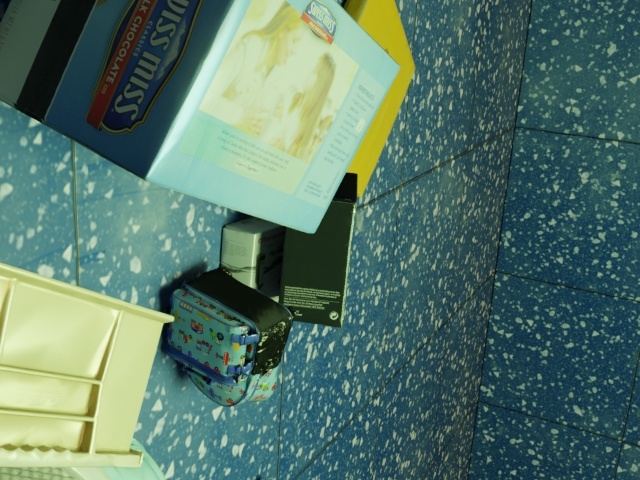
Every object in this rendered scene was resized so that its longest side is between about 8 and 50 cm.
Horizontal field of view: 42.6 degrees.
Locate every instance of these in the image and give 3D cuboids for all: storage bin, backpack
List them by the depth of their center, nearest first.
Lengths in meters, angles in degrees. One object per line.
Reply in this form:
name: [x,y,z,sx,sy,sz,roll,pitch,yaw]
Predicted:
storage bin: [-0.288,0.066,0.582,0.260,0.262,0.123,34,70,-64]
backpack: [-0.129,0.146,1.105,0.117,0.158,0.173,-26,136,-50]

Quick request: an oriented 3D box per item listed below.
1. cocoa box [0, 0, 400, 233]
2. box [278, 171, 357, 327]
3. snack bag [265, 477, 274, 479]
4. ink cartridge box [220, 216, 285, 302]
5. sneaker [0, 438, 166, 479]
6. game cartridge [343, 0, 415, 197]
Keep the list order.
cocoa box: [-0.109,-0.171,0.839,0.231,0.228,0.347,-62,156,5]
box: [0.000,0.000,1.256,0.261,0.103,0.184,-77,176,-77]
snack bag: [-0.170,0.592,1.352,0.342,0.037,0.322,-35,132,-56]
ink cartridge box: [-0.100,0.041,1.219,0.099,0.056,0.135,-23,122,-61]
sneaker: [-0.265,0.277,0.940,0.150,0.135,0.365,-97,169,-46]
game cartridge: [0.070,-0.270,1.460,0.323,0.053,0.285,-66,153,-19]
